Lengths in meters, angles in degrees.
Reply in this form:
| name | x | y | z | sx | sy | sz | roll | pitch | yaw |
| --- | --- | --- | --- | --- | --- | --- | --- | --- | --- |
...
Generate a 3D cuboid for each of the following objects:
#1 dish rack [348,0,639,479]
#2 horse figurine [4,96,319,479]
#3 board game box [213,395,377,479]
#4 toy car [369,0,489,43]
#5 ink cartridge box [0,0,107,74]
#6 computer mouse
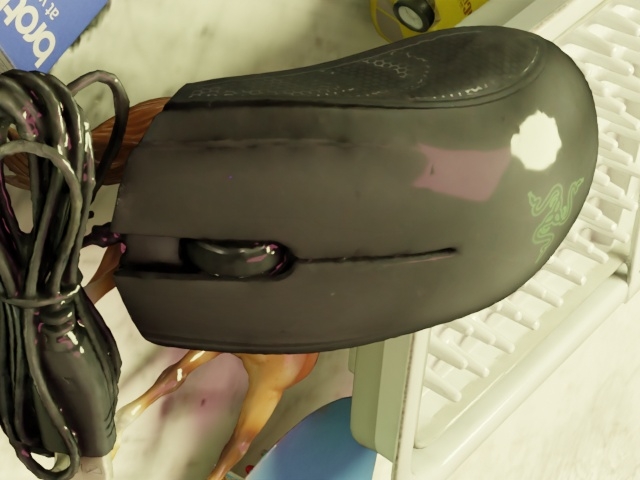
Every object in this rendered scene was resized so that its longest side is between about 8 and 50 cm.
| name | x | y | z | sx | sy | sz | roll | pitch | yaw |
| --- | --- | --- | --- | --- | --- | --- | --- | --- | --- |
| dish rack | 0.121 | -0.046 | 0.920 | 0.333 | 0.072 | 0.285 | -39 | 148 | -39 |
| horse figurine | -0.050 | 0.019 | 0.808 | 0.174 | 0.066 | 0.263 | -47 | 144 | -20 |
| board game box | -0.025 | 0.151 | 0.951 | 0.133 | 0.033 | 0.168 | -27 | 137 | -45 |
| toy car | 0.020 | -0.167 | 0.804 | 0.225 | 0.053 | 0.239 | -22 | 125 | -47 |
| ink cartridge box | -0.130 | -0.155 | 0.608 | 0.097 | 0.046 | 0.207 | -54 | 144 | -17 |
| computer mouse | 0.000 | 0.000 | 0.684 | 0.272 | 0.072 | 0.188 | -16 | 128 | -17 |
